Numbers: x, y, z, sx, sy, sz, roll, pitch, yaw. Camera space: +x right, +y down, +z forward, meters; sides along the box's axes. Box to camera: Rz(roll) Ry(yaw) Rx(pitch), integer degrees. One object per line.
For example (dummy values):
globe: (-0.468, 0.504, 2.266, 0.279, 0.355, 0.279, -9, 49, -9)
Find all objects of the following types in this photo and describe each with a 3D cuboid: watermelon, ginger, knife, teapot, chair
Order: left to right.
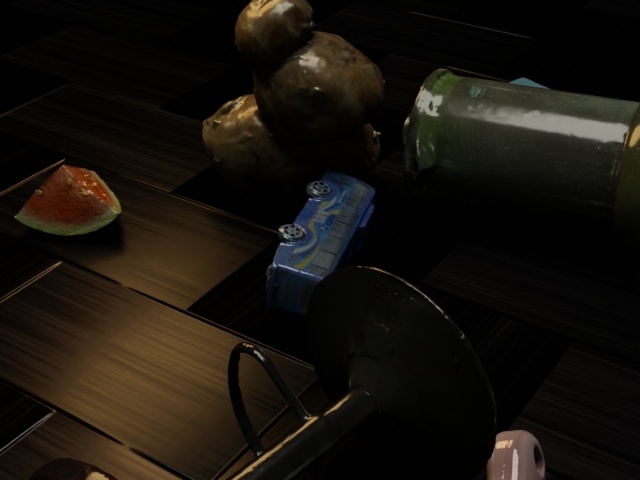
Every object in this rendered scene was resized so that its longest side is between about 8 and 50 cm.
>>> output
watermelon: (-0.336, -0.056, 1.326, 0.135, 0.094, 0.125, -19, 45, -18)
chair: (-0.064, 0.203, 0.798, 0.227, 0.226, 0.401, 26, 42, 35)
ginger: (-0.027, -0.181, 1.331, 0.245, 0.304, 0.155, 17, 46, -1)
knife: (0.136, 0.274, 0.810, 0.043, 0.081, 0.336, -11, 27, 27)
teapot: (0.283, -0.127, 1.324, 0.337, 0.200, 0.270, 13, 36, 24)

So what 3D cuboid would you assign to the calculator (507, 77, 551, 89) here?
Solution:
calculator: (0.336, -0.172, 1.520, 0.173, 0.051, 0.293, -23, 39, -31)

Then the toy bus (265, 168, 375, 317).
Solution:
toy bus: (0.001, 0.003, 1.247, 0.094, 0.079, 0.236, 23, 37, 6)
